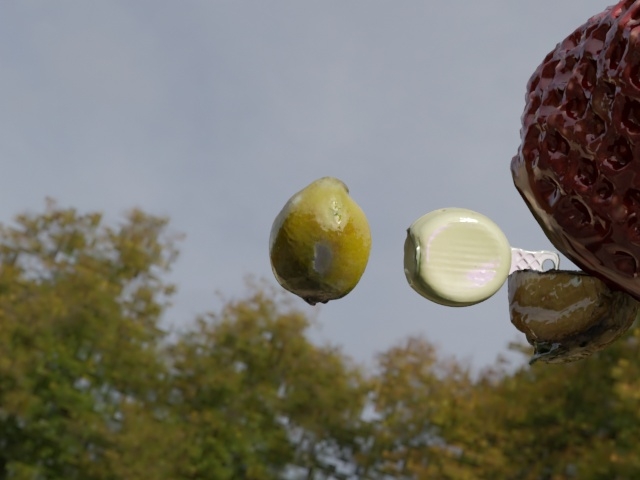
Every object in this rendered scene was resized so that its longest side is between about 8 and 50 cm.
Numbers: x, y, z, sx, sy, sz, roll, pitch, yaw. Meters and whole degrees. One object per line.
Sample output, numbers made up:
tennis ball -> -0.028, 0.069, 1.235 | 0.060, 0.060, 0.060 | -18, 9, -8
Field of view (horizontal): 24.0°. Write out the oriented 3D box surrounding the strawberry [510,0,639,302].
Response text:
strawberry -> 0.326, -0.095, 1.371 | 0.295, 0.317, 0.345 | -18, -17, 2

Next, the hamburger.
hamburger -> 0.260, 0.087, 1.567 | 0.087, 0.102, 0.176 | 18, -10, -34

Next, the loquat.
loquat -> 0.000, 0.000, 2.227 | 0.152, 0.195, 0.152 | 7, 8, -1

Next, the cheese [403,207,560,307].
cheese -> 0.227, 0.027, 2.091 | 0.227, 0.137, 0.064 | 5, -1, -15
